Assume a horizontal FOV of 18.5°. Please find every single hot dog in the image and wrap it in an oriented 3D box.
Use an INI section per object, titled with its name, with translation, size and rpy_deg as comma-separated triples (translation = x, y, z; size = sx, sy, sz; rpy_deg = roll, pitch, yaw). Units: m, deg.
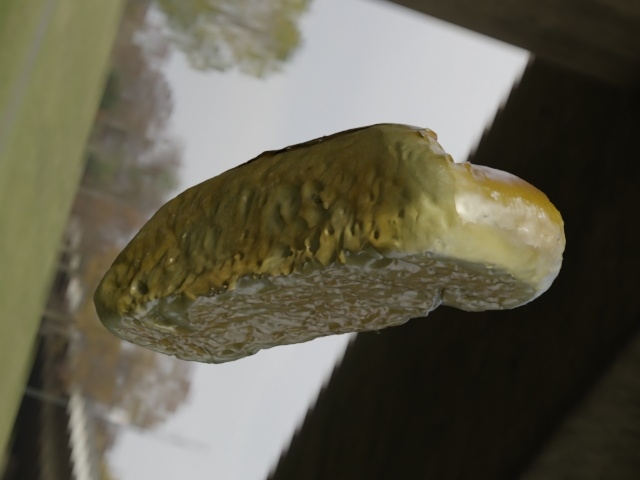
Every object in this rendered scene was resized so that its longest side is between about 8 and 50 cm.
[hot dog]
translation = 0.000, 0.000, 0.846
size = 0.242, 0.084, 0.073
rpy_deg = -15, -124, 46
